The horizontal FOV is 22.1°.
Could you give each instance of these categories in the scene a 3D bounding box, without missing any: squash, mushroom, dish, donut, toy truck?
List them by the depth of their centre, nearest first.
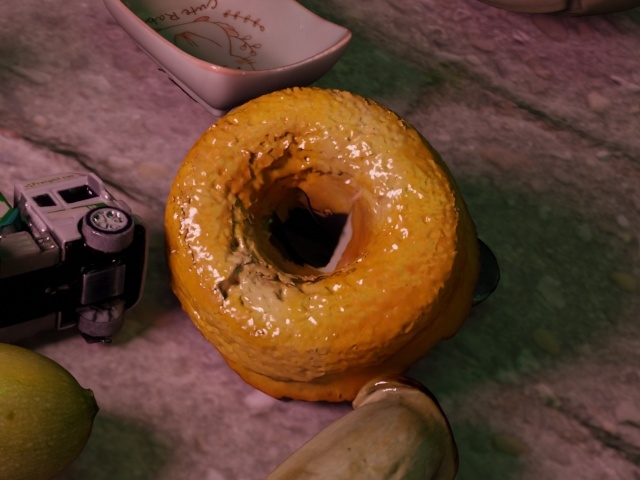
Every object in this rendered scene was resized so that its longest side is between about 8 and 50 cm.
[{"bbox_3d":[-0.242,0.118,1.099,0.187,0.123,0.123,1,49,-23],"label":"squash"},{"bbox_3d":[-0.009,0.204,1.121,0.100,0.081,0.312,49,51,0],"label":"mushroom"},{"bbox_3d":[-0.256,0.024,1.187,0.253,0.114,0.124,-16,45,-31],"label":"toy truck"},{"bbox_3d":[-0.001,-0.002,1.258,0.254,0.118,0.253,0,73,0],"label":"donut"},{"bbox_3d":[-0.091,-0.182,1.436,0.151,0.077,0.212,-19,45,-34],"label":"dish"}]

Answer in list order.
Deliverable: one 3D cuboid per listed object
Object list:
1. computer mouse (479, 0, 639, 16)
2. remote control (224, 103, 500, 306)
[{"bbox_3d":[0.195,-0.331,1.652,0.228,0.145,0.429,-27,50,-28],"label":"computer mouse"},{"bbox_3d":[0.026,-0.020,1.366,0.266,0.066,0.090,33,61,5],"label":"remote control"}]
